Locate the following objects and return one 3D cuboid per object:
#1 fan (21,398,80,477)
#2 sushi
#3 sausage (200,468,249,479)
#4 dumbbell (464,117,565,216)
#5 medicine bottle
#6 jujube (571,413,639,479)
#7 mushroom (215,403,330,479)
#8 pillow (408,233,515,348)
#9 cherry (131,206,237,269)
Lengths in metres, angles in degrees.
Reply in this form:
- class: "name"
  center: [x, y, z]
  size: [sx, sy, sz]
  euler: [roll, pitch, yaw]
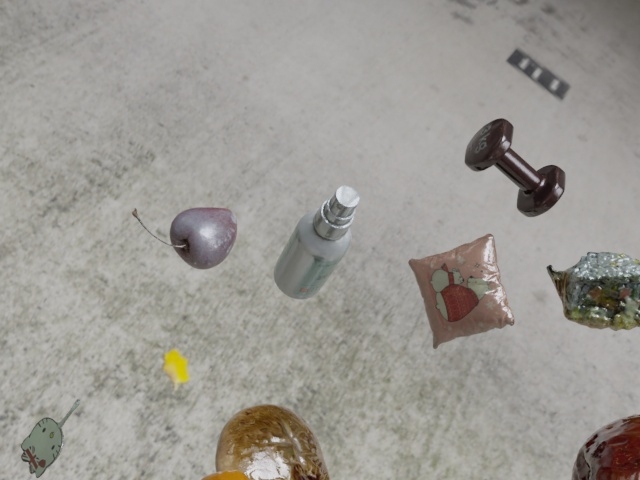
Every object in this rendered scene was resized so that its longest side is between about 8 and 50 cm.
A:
- class: "fan"
  center: [-0.260, 0.187, 0.784]
  size: [0.056, 0.083, 0.004]
  euler: [37, -1, 43]
- class: "sushi"
  center: [0.726, 0.132, 2.097]
  size: [0.274, 0.184, 0.139]
  euler: [2, 24, 14]
- class: "sausage"
  center: [-0.124, 0.452, 1.188]
  size: [0.098, 0.098, 0.238]
  euler: [11, 41, -31]
- class: "dumbbell"
  center: [0.448, -0.166, 1.861]
  size: [0.225, 0.124, 0.140]
  euler: [36, 47, -21]
- class: "medicine bottle"
  center: [0.000, 0.000, 1.565]
  size: [0.110, 0.352, 0.110]
  euler: [8, 61, -14]
- class: "jujube"
  center: [0.543, 0.430, 1.332]
  size: [0.276, 0.276, 0.377]
  euler: [50, 12, 12]
- class: "mushroom"
  center: [-0.085, 0.447, 1.605]
  size: [0.278, 0.146, 0.278]
  euler: [27, 31, -18]
- class: "pillow"
  center: [0.337, 0.123, 1.938]
  size: [0.084, 0.223, 0.236]
  euler: [10, 66, -61]
- class: "cherry"
  center: [-0.253, -0.032, 1.627]
  size: [0.188, 0.148, 0.115]
  euler: [44, -5, 17]
